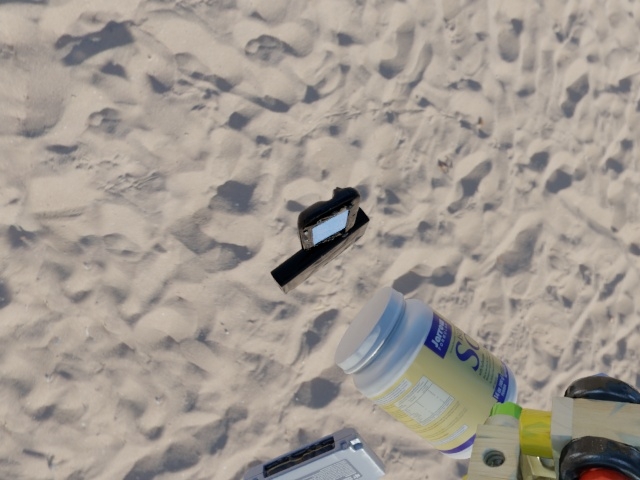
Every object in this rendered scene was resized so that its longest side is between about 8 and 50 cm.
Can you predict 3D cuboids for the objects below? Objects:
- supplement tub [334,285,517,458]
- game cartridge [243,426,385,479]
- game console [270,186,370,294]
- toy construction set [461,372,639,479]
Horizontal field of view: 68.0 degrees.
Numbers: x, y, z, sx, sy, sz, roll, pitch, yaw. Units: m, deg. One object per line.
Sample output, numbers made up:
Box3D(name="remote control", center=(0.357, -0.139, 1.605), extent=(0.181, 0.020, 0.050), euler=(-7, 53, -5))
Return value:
Box3D(name="supplement tub", center=(0.220, 0.278, 1.029), extent=(0.331, 0.241, 0.241), euler=(37, 71, -4))
Box3D(name="game cartridge", center=(-0.007, 0.552, 1.113), extent=(0.294, 0.060, 0.196), euler=(-26, 121, 8))
Box3D(name="game console", center=(0.000, 0.000, 0.834), extent=(0.213, 0.361, 0.044), euler=(-37, 79, -8))
Box3D(name="toy construction set", center=(0.235, 0.189, 0.306), extent=(0.151, 0.327, 0.215), euler=(-64, 141, -63))
